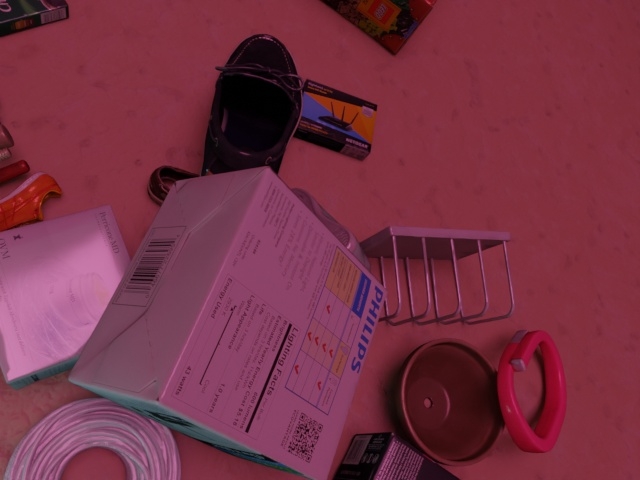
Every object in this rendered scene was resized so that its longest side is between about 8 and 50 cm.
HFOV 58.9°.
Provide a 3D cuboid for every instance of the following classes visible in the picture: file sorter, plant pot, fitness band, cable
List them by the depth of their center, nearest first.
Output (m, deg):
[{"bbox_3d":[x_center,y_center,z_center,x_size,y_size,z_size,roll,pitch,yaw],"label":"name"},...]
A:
[{"bbox_3d":[-0.348,0.376,0.880,0.257,0.089,0.257,-16,78,-27],"label":"cable"},{"bbox_3d":[0.240,0.319,1.127,0.237,0.109,0.238,7,71,-20],"label":"plant pot"},{"bbox_3d":[0.225,0.081,1.160,0.277,0.193,0.173,3,74,-21],"label":"file sorter"},{"bbox_3d":[0.449,0.307,1.183,0.290,0.054,0.209,-29,98,-51],"label":"fitness band"}]

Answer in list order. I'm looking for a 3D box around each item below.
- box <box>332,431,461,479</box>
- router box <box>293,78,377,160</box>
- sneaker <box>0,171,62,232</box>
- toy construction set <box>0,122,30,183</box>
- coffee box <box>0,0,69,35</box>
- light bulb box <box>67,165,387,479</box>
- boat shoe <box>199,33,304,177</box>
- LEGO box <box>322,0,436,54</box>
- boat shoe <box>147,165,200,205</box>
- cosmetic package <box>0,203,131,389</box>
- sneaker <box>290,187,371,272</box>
[{"bbox_3d":[0.169,0.477,1.012,0.270,0.165,0.143,37,63,-7],"label":"box"},{"bbox_3d":[0.033,-0.272,1.282,0.178,0.046,0.133,16,67,-16],"label":"router box"},{"bbox_3d":[-0.519,-0.046,0.971,0.067,0.064,0.175,47,64,-13],"label":"sneaker"},{"bbox_3d":[-0.662,-0.203,0.912,0.237,0.257,0.309,-27,107,-10],"label":"toy construction set"},{"bbox_3d":[-0.598,-0.460,1.091,0.184,0.040,0.113,-29,85,-28],"label":"coffee box"},{"bbox_3d":[-0.114,0.139,0.899,0.361,0.225,0.358,45,56,-40],"label":"light bulb box"},{"bbox_3d":[-0.122,-0.271,1.111,0.186,0.156,0.500,14,49,-9],"label":"boat shoe"},{"bbox_3d":[0.175,-0.786,1.434,0.372,0.193,0.500,32,63,-9],"label":"LEGO box"},{"bbox_3d":[-0.204,-0.067,1.086,0.257,0.095,0.095,21,66,-15],"label":"boat shoe"},{"bbox_3d":[-0.417,0.089,0.923,0.224,0.138,0.224,-19,80,-28],"label":"cosmetic package"},{"bbox_3d":[0.000,0.001,1.137,0.094,0.151,0.256,-42,47,-7],"label":"sneaker"}]
